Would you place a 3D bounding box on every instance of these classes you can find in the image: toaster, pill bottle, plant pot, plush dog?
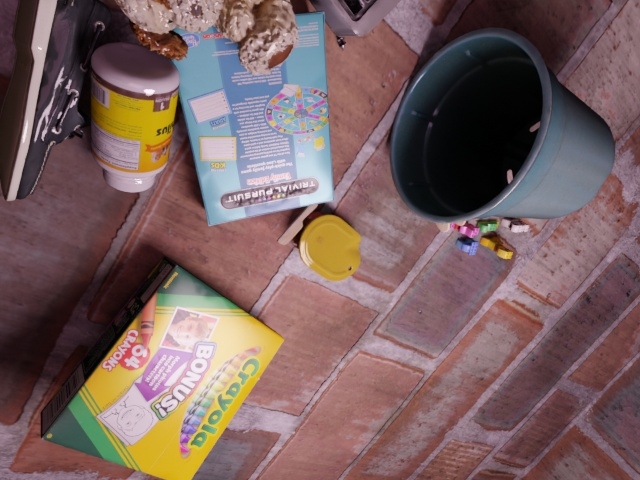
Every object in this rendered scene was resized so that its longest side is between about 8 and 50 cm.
[{"bbox_3d":[0.056,-0.441,0.668,0.168,0.110,0.185,-45,123,7],"label":"toaster"},{"bbox_3d":[-0.294,-0.182,0.643,0.117,0.117,0.215,6,137,-24],"label":"pill bottle"},{"bbox_3d":[0.375,-0.186,0.822,0.334,0.341,0.341,6,115,-33],"label":"plant pot"},{"bbox_3d":[-0.154,-0.346,0.516,0.225,0.211,0.262,-27,168,-19],"label":"plush dog"}]

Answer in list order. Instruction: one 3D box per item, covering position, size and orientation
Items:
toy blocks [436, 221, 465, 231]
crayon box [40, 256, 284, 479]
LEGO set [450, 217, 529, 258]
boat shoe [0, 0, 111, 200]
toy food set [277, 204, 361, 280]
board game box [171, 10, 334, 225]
[{"bbox_3d":[0.352,-0.099,1.001,0.148,0.054,0.123,-20,117,-18],"label":"toy blocks"},{"bbox_3d":[-0.299,0.271,0.846,0.313,0.106,0.363,43,75,-32],"label":"crayon box"},{"bbox_3d":[0.448,0.000,1.068,0.227,0.093,0.087,-4,118,-20],"label":"LEGO set"},{"bbox_3d":[-0.397,-0.209,0.616,0.113,0.127,0.340,1,117,-51],"label":"boat shoe"},{"bbox_3d":[0.000,0.000,0.913,0.218,0.071,0.128,38,85,-35],"label":"toy food set"},{"bbox_3d":[-0.113,-0.214,0.742,0.253,0.079,0.336,-12,121,-14],"label":"board game box"}]
